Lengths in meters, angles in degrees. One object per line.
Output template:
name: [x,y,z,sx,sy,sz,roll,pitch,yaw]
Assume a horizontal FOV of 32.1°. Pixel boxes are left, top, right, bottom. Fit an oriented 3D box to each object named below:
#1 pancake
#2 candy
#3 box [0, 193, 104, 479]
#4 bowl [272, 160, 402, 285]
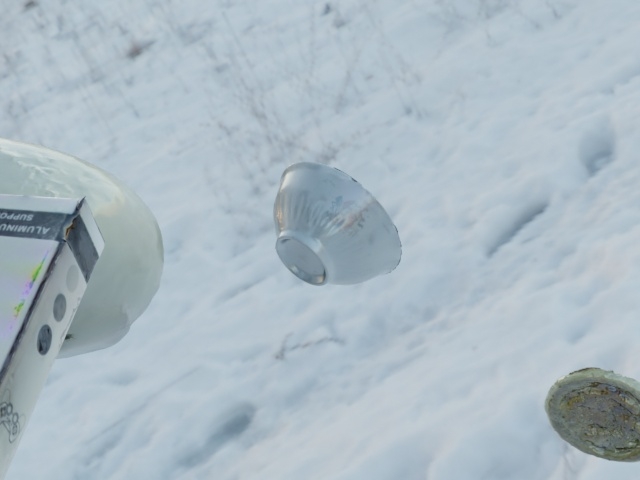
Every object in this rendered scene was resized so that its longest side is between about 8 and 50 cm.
pancake: [0.305,0.187,1.184,0.139,0.139,0.022,-10,30,39]
candy: [-0.266,0.013,0.814,0.295,0.185,0.295,-13,-10,-2]
box: [-0.169,0.079,0.363,0.129,0.033,0.247,3,49,13]
bowl: [0.000,0.000,1.383,0.189,0.189,0.086,-1,40,51]
